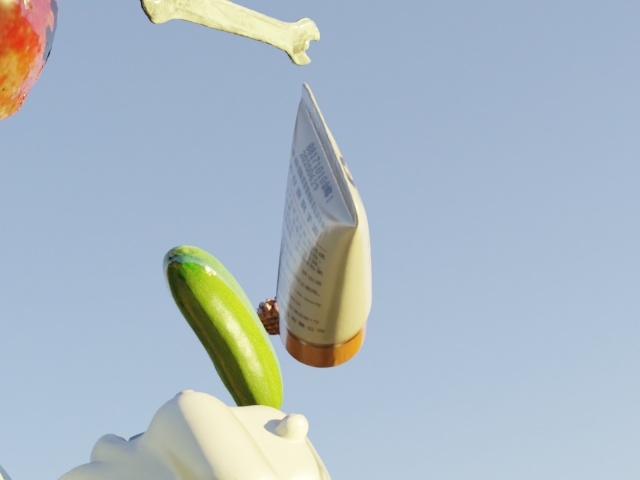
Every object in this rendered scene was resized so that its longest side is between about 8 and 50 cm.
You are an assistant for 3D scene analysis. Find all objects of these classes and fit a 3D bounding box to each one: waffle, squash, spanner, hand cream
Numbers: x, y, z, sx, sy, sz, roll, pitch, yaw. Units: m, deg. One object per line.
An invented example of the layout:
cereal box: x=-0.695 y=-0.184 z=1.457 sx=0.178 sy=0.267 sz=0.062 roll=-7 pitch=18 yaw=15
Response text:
waffle: x=-0.058 y=0.110 z=2.167 sx=0.083 sy=0.029 sz=0.075 roll=7 pitch=-41 yaw=-12
squash: x=-0.113 y=0.112 z=1.870 sx=0.082 sy=0.082 sz=0.292 roll=-16 pitch=-53 yaw=15
spanner: x=-0.102 y=-0.261 z=1.798 sx=0.017 sy=0.071 sz=0.302 roll=7 pitch=-4 yaw=40
hand cream: x=0.000 y=0.000 z=1.350 sx=0.089 sy=0.140 sz=0.314 roll=-16 pitch=-28 yaw=-9

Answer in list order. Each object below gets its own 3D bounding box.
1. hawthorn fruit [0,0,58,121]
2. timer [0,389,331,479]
hawthorn fruit: x=-0.439 y=-0.262 z=1.716 sx=0.316 sy=0.316 sz=0.316 roll=-9 pitch=-22 yaw=-3
timer: x=-0.135 y=0.218 z=0.994 sx=0.315 sy=0.291 sz=0.291 roll=-34 pitch=-18 yaw=-12
